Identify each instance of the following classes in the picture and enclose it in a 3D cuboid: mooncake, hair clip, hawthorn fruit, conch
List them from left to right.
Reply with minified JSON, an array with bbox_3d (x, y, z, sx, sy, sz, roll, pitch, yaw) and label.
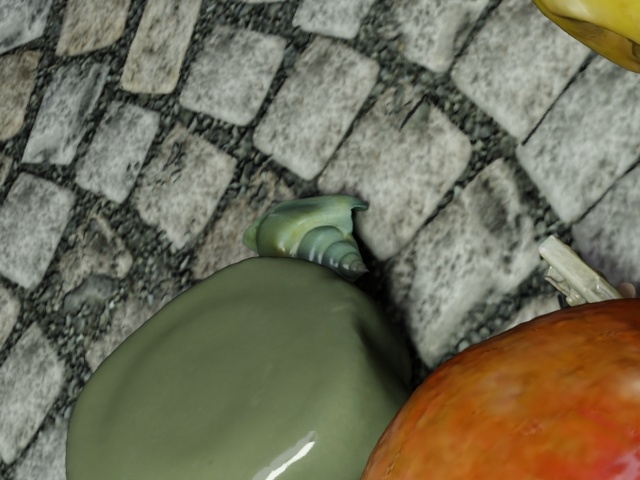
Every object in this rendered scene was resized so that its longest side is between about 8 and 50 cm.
[{"bbox_3d":[-0.050,0.137,1.278,0.275,0.135,0.275,-28,36,23],"label":"mooncake"},{"bbox_3d":[-0.006,-0.001,1.383,0.180,0.065,0.088,23,88,57],"label":"conch"},{"bbox_3d":[0.211,0.070,1.143,0.062,0.056,0.214,-44,51,-3],"label":"hair clip"},{"bbox_3d":[0.172,0.174,0.907,0.311,0.295,0.295,26,89,48],"label":"hawthorn fruit"}]

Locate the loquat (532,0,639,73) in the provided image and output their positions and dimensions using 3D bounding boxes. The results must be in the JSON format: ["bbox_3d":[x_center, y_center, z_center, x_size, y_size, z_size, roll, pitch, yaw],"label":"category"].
[{"bbox_3d":[0.245,-0.229,1.098,0.275,0.275,0.275,-22,55,36],"label":"loquat"}]
